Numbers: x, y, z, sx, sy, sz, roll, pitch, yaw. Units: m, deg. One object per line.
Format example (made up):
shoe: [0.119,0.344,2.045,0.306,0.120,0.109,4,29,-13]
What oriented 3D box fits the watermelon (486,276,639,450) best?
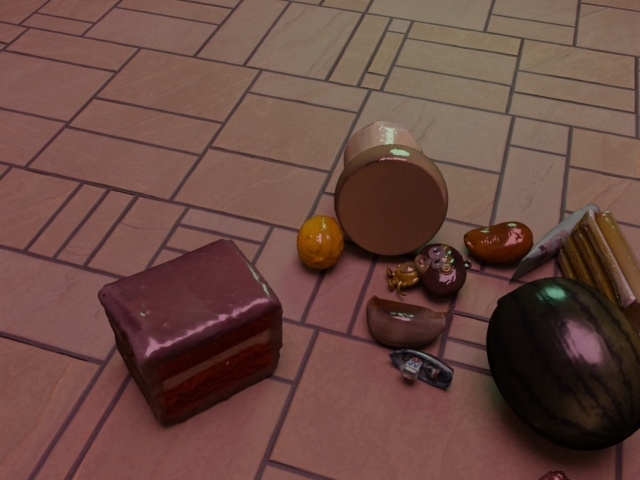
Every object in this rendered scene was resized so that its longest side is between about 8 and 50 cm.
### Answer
watermelon: [0.460,0.219,1.338,0.278,0.279,0.359,-11,46,-11]

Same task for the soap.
soap: [0.624,0.082,1.558,0.089,0.173,0.274,3,45,-9]

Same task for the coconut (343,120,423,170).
coconut: [0.162,-0.198,1.803,0.224,0.224,0.234,10,46,9]

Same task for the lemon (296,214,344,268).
lemon: [0.000,0.000,1.668,0.114,0.114,0.155,2,43,1]

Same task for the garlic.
garlic: [0.197,0.170,1.525,0.198,0.091,0.129,1,32,6]

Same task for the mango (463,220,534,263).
mango: [0.428,0.011,1.691,0.159,0.084,0.105,-11,55,20]

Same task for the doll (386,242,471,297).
doll: [0.249,0.075,1.616,0.188,0.096,0.145,-24,42,-10]

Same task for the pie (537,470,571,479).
pie: [0.461,0.498,1.223,0.218,0.054,0.204,21,48,16]

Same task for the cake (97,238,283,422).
cake: [-0.246,0.173,1.405,0.308,0.237,0.230,-22,49,-23]

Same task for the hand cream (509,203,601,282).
hand cream: [0.566,-0.002,1.709,0.331,0.085,0.058,-28,64,-30]

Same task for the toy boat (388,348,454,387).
toy boat: [0.202,0.262,1.445,0.140,0.059,0.066,23,32,24]

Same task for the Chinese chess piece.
Chinese chess piece: [0.164,-0.094,1.658,0.273,0.273,0.102,4,26,3]
